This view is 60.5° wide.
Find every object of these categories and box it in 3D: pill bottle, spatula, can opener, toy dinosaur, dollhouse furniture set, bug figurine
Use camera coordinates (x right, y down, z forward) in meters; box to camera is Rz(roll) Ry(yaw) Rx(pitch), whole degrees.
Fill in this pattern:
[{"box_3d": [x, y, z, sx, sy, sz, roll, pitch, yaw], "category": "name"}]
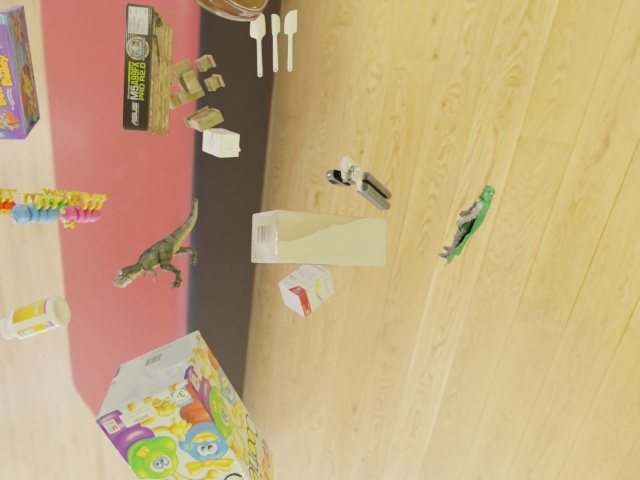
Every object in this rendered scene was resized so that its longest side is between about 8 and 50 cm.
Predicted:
[{"box_3d": [-0.382, 0.106, 0.732, 0.083, 0.043, 0.043, -18, 98, 7], "category": "pill bottle"}, {"box_3d": [-0.166, -0.697, 1.953, 0.242, 0.168, 0.019, 97, 150, -52], "category": "spatula"}, {"box_3d": [0.125, -0.169, 1.657, 0.093, 0.280, 0.074, -4, 69, 38], "category": "can opener"}, {"box_3d": [-0.346, 0.034, 1.269, 0.064, 0.268, 0.118, 18, 150, 55], "category": "toy dinosaur"}, {"box_3d": [-0.476, -0.543, 2.041, 0.161, 0.212, 0.242, 31, 148, 56], "category": "dollhouse furniture set"}, {"box_3d": [-0.566, -0.065, 1.106, 0.279, 0.216, 0.072, 9, 99, 39], "category": "bug figurine"}]

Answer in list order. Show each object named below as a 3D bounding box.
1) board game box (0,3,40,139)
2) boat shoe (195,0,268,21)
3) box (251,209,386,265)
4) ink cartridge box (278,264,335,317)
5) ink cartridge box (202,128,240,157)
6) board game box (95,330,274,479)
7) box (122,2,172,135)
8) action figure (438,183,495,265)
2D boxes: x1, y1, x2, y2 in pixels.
[{"box_3d": [-0.908, -0.497, 1.610, 0.233, 0.078, 0.347, -119, 31, -59], "category": "board game box"}, {"box_3d": [-0.261, -0.602, 1.197, 0.324, 0.122, 0.120, 27, 170, -16], "category": "boat shoe"}, {"box_3d": [0.000, 0.000, 1.352, 0.148, 0.311, 0.121, -4, 84, 57], "category": "box"}, {"box_3d": [-0.051, 0.189, 2.186, 0.128, 0.176, 0.127, 28, 144, 40], "category": "ink cartridge box"}, {"box_3d": [-0.386, -0.383, 2.158, 0.143, 0.092, 0.090, 25, 117, 42], "category": "ink cartridge box"}, {"box_3d": [-0.191, 0.307, 0.842, 0.144, 0.142, 0.275, -25, 111, 3], "category": "board game box"}, {"box_3d": [-0.403, -0.388, 1.292, 0.060, 0.216, 0.270, 4, 99, -5], "category": "box"}, {"box_3d": [0.390, -0.048, 1.442, 0.063, 0.137, 0.232, 32, 122, 8], "category": "action figure"}]
